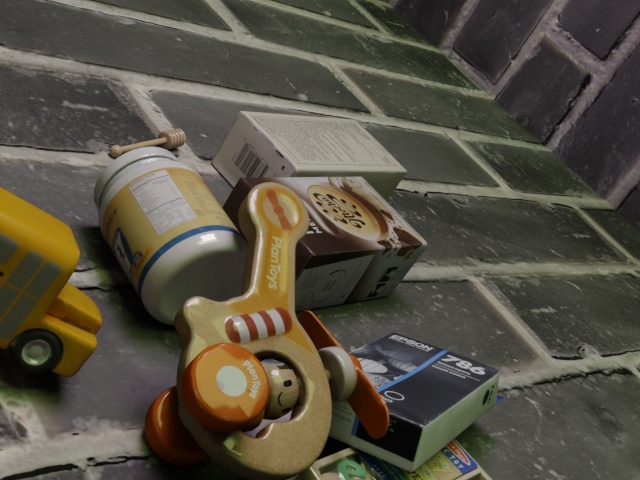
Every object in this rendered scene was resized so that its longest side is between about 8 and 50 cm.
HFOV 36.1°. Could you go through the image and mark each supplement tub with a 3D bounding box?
[{"bbox_3d":[-0.187,-0.008,1.216,0.144,0.144,0.200,5,37,-45],"label":"supplement tub"}]

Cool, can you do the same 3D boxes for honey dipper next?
[{"bbox_3d":[-0.265,-0.147,1.503,0.030,0.030,0.160,40,29,14],"label":"honey dipper"}]

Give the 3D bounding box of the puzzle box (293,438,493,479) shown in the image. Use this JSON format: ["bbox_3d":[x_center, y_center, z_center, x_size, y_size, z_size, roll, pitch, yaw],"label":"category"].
[{"bbox_3d":[0.179,0.379,1.071,0.409,0.052,0.272,46,27,25],"label":"puzzle box"}]

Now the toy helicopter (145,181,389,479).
[{"bbox_3d":[-0.043,0.090,1.073,0.235,0.140,0.355,18,53,-21],"label":"toy helicopter"}]

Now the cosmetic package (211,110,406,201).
[{"bbox_3d":[-0.013,-0.125,1.659,0.309,0.113,0.160,-2,43,-52],"label":"cosmetic package"}]

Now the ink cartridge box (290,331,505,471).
[{"bbox_3d":[0.115,0.186,1.238,0.165,0.065,0.332,18,13,25],"label":"ink cartridge box"}]

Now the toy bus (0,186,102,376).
[{"bbox_3d":[-0.352,0.004,0.938,0.332,0.130,0.108,33,7,-31],"label":"toy bus"}]

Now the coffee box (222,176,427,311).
[{"bbox_3d":[0.000,0.000,1.446,0.168,0.119,0.297,47,28,24],"label":"coffee box"}]
